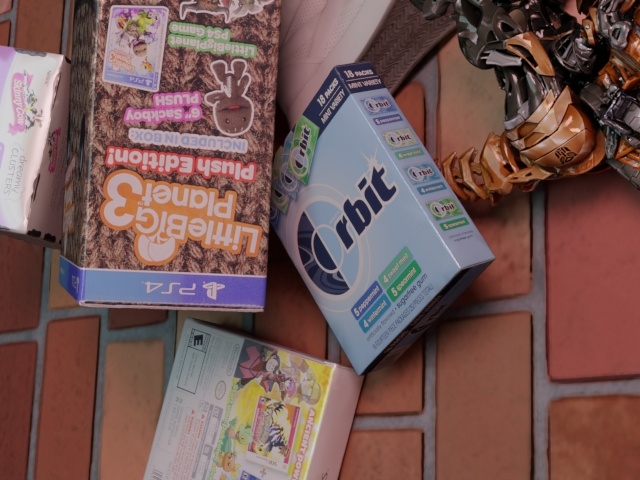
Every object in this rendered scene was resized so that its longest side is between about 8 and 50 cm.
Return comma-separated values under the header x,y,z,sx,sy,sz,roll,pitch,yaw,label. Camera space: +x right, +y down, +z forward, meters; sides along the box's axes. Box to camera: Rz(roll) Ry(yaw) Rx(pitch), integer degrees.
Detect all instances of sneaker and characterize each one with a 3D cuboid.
x,y,z,sx,sy,sz,roll,pitch,yaw,label
0.041,-0.230,1.042,0.292,0.108,0.169,-45,57,25,sneaker

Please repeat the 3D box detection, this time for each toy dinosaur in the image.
x,y,z,sx,sy,sz,roll,pitch,yaw,label
0.167,-0.119,0.884,0.322,0.164,0.218,-28,76,15,toy dinosaur

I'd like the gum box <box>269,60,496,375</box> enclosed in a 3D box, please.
x,y,z,sx,sy,sz,roll,pitch,yaw,label
0.034,-0.015,0.967,0.184,0.041,0.157,59,139,20,gum box

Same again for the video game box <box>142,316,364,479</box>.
x,y,z,sx,sy,sz,roll,pitch,yaw,label
-0.066,0.183,1.072,0.187,0.048,0.205,14,89,45,video game box

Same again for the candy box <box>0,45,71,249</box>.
x,y,z,sx,sy,sz,roll,pitch,yaw,label
-0.259,-0.080,1.208,0.070,0.196,0.165,11,85,9,candy box

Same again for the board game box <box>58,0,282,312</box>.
x,y,z,sx,sy,sz,roll,pitch,yaw,label
-0.129,-0.096,1.040,0.232,0.141,0.291,-175,88,-75,board game box
